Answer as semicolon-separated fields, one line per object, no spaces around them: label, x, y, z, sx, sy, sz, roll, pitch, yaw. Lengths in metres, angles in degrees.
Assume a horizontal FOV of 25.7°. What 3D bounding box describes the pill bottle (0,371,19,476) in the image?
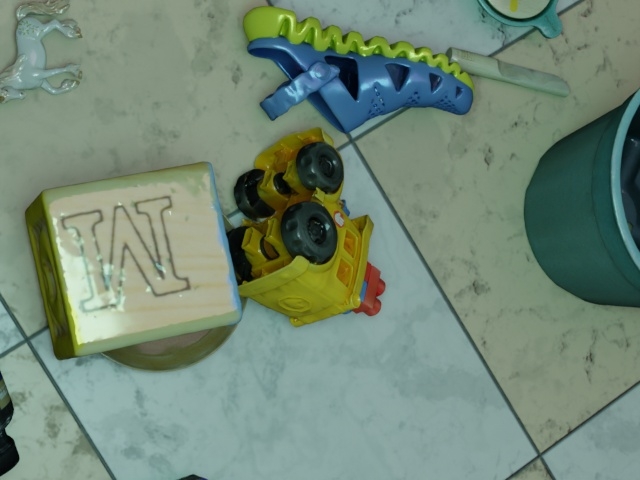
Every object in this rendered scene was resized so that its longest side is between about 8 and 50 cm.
pill bottle;-0.428;0.171;1.624;0.123;0.123;0.219;-22;104;-18

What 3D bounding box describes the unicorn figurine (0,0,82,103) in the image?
unicorn figurine;-0.351;-0.221;1.736;0.111;0.060;0.161;1;68;-17

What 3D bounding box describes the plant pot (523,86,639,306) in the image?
plant pot;0.447;-0.051;1.822;0.341;0.334;0.341;2;85;-17

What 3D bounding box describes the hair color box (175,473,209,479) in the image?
hair color box;-0.180;0.473;1.690;0.185;0.110;0.338;-17;88;-17

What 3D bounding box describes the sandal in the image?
sandal;0.044;-0.201;1.829;0.318;0.126;0.138;11;85;-8

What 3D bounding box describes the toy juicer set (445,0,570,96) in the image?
toy juicer set;0.231;-0.349;1.911;0.209;0.089;0.328;-10;88;-18

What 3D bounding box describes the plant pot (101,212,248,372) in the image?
plant pot;-0.207;0.048;1.763;0.236;0.032;0.236;2;83;-18

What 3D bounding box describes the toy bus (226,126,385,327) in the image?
toy bus;0.000;0.000;1.776;0.211;0.149;0.220;34;52;-32

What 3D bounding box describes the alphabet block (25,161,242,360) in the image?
alphabet block;-0.223;0.027;1.645;0.197;0.192;0.193;-11;86;-19
